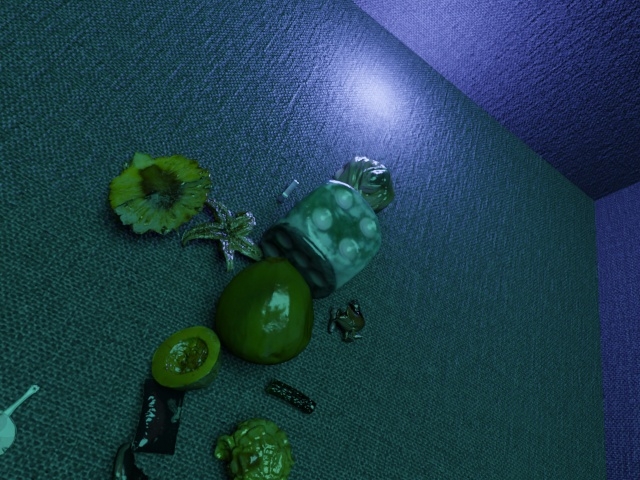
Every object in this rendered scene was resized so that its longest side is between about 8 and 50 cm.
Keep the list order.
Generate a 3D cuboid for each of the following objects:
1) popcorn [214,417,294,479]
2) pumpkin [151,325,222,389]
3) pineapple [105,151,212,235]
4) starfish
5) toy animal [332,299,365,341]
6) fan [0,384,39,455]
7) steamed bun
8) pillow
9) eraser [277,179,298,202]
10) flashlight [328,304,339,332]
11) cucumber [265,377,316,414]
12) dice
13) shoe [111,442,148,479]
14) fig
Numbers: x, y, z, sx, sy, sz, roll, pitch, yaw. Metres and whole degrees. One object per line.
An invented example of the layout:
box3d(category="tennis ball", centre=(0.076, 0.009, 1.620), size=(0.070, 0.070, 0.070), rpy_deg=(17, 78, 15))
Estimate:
box3d(category="popcorn", centre=(-0.199, 0.663, 1.280), size=(0.217, 0.181, 0.235), rpy_deg=(4, 62, -28))
box3d(category="pumpkin", centre=(-0.399, 0.383, 1.320), size=(0.217, 0.217, 0.110), rpy_deg=(-52, 138, -36))
box3d(category="pineapple", centre=(-0.561, -0.162, 1.464), size=(0.344, 0.209, 0.286), rpy_deg=(-26, 48, -25))
box3d(category="starfish", centre=(-0.351, -0.013, 1.540), size=(0.303, 0.113, 0.312), rpy_deg=(3, 58, -33))
box3d(category="toy animal", centre=(0.113, 0.303, 1.682), size=(0.188, 0.089, 0.179), rpy_deg=(30, 49, -40))
box3d(category="fan", centre=(-0.834, 0.467, 1.092), size=(0.152, 0.008, 0.226), rpy_deg=(43, 55, -6))
box3d(category="steamed bun", centre=(0.218, -0.267, 1.930), size=(0.268, 0.207, 0.280), rpy_deg=(-19, 78, -35))
box3d(category="pillow", centre=(-0.469, 0.514, 1.245), size=(0.141, 0.055, 0.208), rpy_deg=(26, 46, -35))
box3d(category="eraser", centre=(-0.137, -0.207, 1.777), size=(0.026, 0.065, 0.105), rpy_deg=(40, 53, -8))
box3d(category="flashlight", centre=(0.050, 0.312, 1.680), size=(0.052, 0.031, 0.110), rpy_deg=(50, 48, -50))
box3d(category="cucumber", centre=(-0.099, 0.541, 1.472), size=(0.187, 0.058, 0.058), rpy_deg=(34, 56, -15))
box3d(category="dice", centre=(0.000, 0.000, 1.596), size=(0.328, 0.330, 0.348), rpy_deg=(49, 50, -5))
box3d(category="shoe", centre=(-0.480, 0.690, 1.139), size=(0.137, 0.114, 0.290), rpy_deg=(-11, 78, -29))
box3d(category="fig", centre=(-0.178, 0.224, 1.377), size=(0.343, 0.343, 0.343), rpy_deg=(13, 63, -26))
